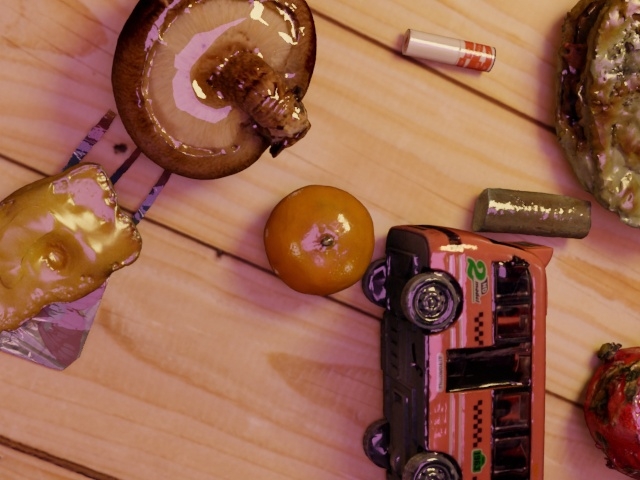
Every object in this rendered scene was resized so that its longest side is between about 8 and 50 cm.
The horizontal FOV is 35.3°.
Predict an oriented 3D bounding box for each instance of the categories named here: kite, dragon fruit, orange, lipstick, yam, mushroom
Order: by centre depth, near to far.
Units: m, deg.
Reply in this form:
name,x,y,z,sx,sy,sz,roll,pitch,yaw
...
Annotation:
name,x,y,z,sx,sy,sz,roll,pitch,yaw
mushroom,-0.130,-0.221,1.326,0.278,0.163,0.297,40,87,-3
kite,-0.346,-0.002,1.371,0.204,0.022,0.360,33,89,-12
orange,0.000,0.000,1.385,0.156,0.124,0.156,-1,95,-14
lipstick,0.184,-0.272,1.439,0.130,0.038,0.038,10,93,-11
yam,0.309,-0.040,1.470,0.169,0.068,0.068,3,94,-12
dragon fruit,0.519,0.263,1.471,0.211,0.147,0.282,-26,84,-26

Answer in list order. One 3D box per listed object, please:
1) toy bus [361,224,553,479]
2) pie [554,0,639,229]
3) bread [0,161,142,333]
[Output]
name,x,y,z,sx,sy,sz,roll,pitch,yaw
toy bus,0.196,0.192,1.404,0.232,0.203,0.427,-2,96,-15
pie,0.540,-0.198,1.447,0.395,0.180,0.418,-21,104,-8
bread,-0.361,0.005,1.318,0.233,0.088,0.161,-26,107,-7
